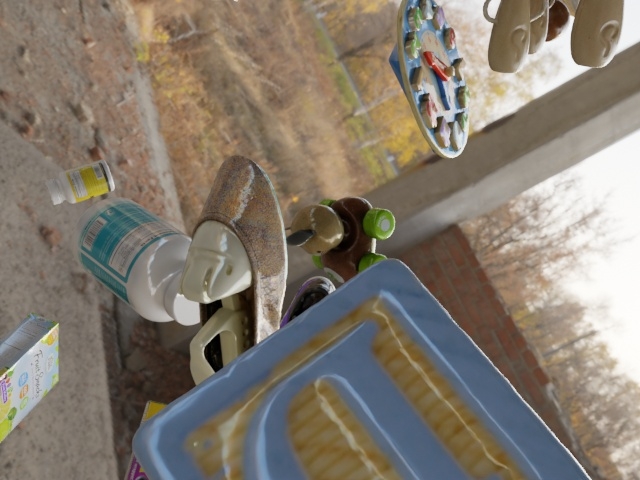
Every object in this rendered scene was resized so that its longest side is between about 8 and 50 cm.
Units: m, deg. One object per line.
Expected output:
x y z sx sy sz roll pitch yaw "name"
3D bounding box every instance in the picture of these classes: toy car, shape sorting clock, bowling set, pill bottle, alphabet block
0.000 0.000 1.104 0.188 0.155 0.149 -1 100 -39 "toy car"
0.145 -0.203 0.823 0.206 0.040 0.206 12 76 -55 "shape sorting clock"
0.288 -0.293 0.772 0.200 0.286 0.154 -120 -153 -60 "bowling set"
-0.280 0.038 1.095 0.264 0.146 0.146 29 -10 35 "pill bottle"
-0.461 -0.109 1.285 0.065 0.116 0.065 51 -27 40 "pill bottle"
0.023 0.164 0.434 0.192 0.193 0.197 52 -16 23 "alphabet block"

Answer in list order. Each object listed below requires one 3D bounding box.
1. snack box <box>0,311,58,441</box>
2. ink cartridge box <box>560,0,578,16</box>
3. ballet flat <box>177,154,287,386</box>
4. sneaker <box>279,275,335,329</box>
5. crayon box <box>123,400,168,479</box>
-0.602 0.272 1.311 0.207 0.070 0.175 -60 168 -54 "snack box"
0.527 -0.584 1.392 0.201 0.117 0.278 60 18 -15 "ink cartridge box"
-0.095 0.072 0.711 0.106 0.107 0.316 -22 114 -50 "ballet flat"
-0.055 0.213 1.439 0.102 0.294 0.146 23 -1 -3 "sneaker"
-0.310 0.599 1.599 0.106 0.312 0.363 143 -37 -67 "crayon box"
